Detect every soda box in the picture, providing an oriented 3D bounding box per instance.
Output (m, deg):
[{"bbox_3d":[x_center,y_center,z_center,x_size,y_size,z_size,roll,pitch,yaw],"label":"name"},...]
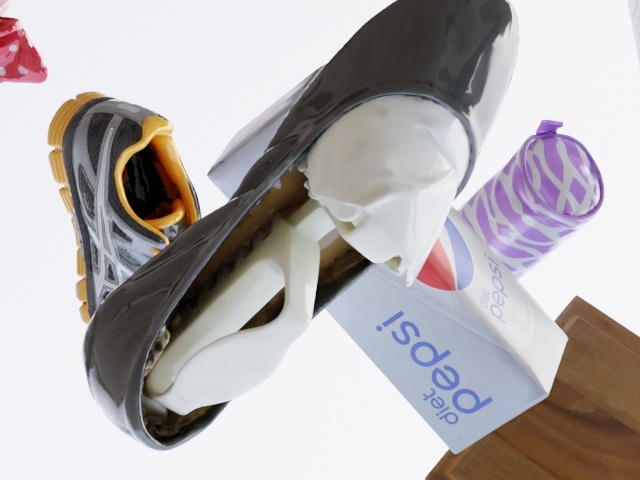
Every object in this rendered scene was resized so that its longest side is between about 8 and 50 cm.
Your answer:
[{"bbox_3d":[0.053,0.014,1.450,0.098,0.286,0.091,-36,-169,29],"label":"soda box"}]

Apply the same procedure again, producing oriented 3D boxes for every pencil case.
[{"bbox_3d":[0.145,-0.011,1.597,0.206,0.086,0.088,-40,-129,49],"label":"pencil case"}]

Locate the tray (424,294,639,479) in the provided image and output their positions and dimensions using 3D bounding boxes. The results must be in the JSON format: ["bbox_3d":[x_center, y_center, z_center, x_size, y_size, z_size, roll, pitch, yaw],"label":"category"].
[{"bbox_3d":[0.304,0.235,1.533,0.411,0.076,0.203,34,-104,28],"label":"tray"}]

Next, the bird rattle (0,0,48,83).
[{"bbox_3d":[-0.331,-0.177,1.497,0.207,0.253,0.143,-12,-96,0],"label":"bird rattle"}]

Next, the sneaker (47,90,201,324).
[{"bbox_3d":[-0.109,0.009,1.250,0.084,0.215,0.083,-33,-156,-36],"label":"sneaker"}]

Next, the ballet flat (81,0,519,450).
[{"bbox_3d":[0.000,0.000,0.925,0.280,0.095,0.096,-46,-148,16],"label":"ballet flat"}]

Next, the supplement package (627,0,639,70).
[{"bbox_3d":[0.407,-0.228,1.884,0.177,0.175,0.293,5,-134,-5],"label":"supplement package"}]
